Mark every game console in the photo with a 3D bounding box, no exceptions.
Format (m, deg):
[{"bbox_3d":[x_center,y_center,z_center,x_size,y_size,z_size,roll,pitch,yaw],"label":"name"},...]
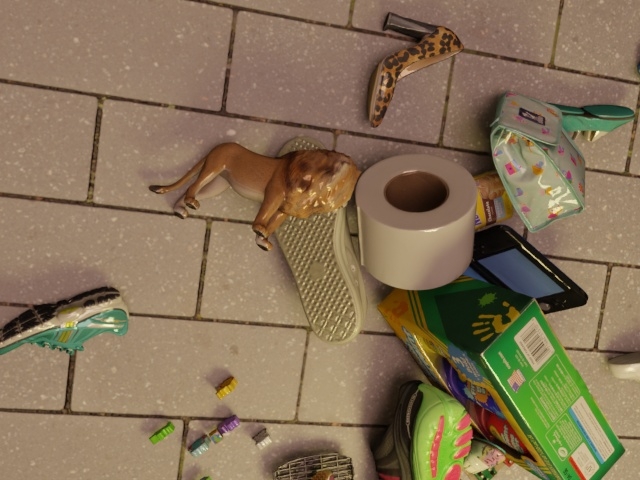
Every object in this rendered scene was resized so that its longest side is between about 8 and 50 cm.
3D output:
[{"bbox_3d":[0.409,0.134,1.769,0.293,0.250,0.173,38,60,-17],"label":"game console"}]

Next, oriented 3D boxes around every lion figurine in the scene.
[{"bbox_3d":[-0.133,-0.123,1.562,0.392,0.142,0.240,23,70,18],"label":"lion figurine"}]

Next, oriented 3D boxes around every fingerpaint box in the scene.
[{"bbox_3d":[0.369,0.288,1.631,0.163,0.371,0.444,-42,115,-14],"label":"fingerpaint box"}]

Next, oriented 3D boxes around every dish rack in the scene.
[{"bbox_3d":[-0.014,0.613,1.769,0.208,0.074,0.271,-6,97,-16],"label":"dish rack"}]

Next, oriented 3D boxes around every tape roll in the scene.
[{"bbox_3d":[0.196,-0.041,1.594,0.246,0.246,0.169,-18,135,-12],"label":"tape roll"}]

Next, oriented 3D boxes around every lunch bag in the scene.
[{"bbox_3d":[0.463,-0.191,1.695,0.160,0.223,0.262,-26,110,32],"label":"lunch bag"}]

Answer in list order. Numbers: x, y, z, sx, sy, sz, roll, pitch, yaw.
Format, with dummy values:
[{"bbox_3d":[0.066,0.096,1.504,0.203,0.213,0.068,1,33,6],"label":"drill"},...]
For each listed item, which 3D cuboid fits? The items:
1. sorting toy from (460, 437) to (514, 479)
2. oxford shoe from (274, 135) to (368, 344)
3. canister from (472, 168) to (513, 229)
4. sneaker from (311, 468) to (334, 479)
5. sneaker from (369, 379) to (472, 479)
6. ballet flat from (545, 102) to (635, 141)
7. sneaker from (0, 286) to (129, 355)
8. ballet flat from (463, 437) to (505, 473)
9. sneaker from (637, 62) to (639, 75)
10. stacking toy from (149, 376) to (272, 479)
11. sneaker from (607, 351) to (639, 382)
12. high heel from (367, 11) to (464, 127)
[{"bbox_3d":[0.393,0.525,1.876,0.274,0.046,0.132,-41,105,-6],"label":"sorting toy"},{"bbox_3d":[0.000,0.000,1.668,0.169,0.130,0.449,-15,88,17],"label":"oxford shoe"},{"bbox_3d":[0.344,-0.084,1.768,0.170,0.073,0.126,-18,102,-13],"label":"canister"},{"bbox_3d":[0.008,0.593,1.706,0.084,0.069,0.185,16,96,-24],"label":"sneaker"},{"bbox_3d":[0.211,0.529,1.769,0.185,0.202,0.482,2,114,-28],"label":"sneaker"},{"bbox_3d":[0.614,-0.274,1.820,0.248,0.083,0.087,0,122,-15],"label":"ballet flat"},{"bbox_3d":[-0.523,0.185,1.563,0.276,0.107,0.109,-15,110,-12],"label":"sneaker"},{"bbox_3d":[0.340,0.483,1.762,0.077,0.221,0.079,45,77,-13],"label":"ballet flat"},{"bbox_3d":[0.819,-0.376,1.860,0.126,0.091,0.240,-1,98,4],"label":"sneaker"},{"bbox_3d":[-0.235,0.427,1.698,0.221,0.052,0.167,-35,103,-6],"label":"stacking toy"},{"bbox_3d":[0.858,0.363,1.946,0.293,0.108,0.169,-3,95,-16],"label":"sneaker"},{"bbox_3d":[0.207,-0.352,1.681,0.186,0.093,0.261,14,85,-10],"label":"high heel"}]
